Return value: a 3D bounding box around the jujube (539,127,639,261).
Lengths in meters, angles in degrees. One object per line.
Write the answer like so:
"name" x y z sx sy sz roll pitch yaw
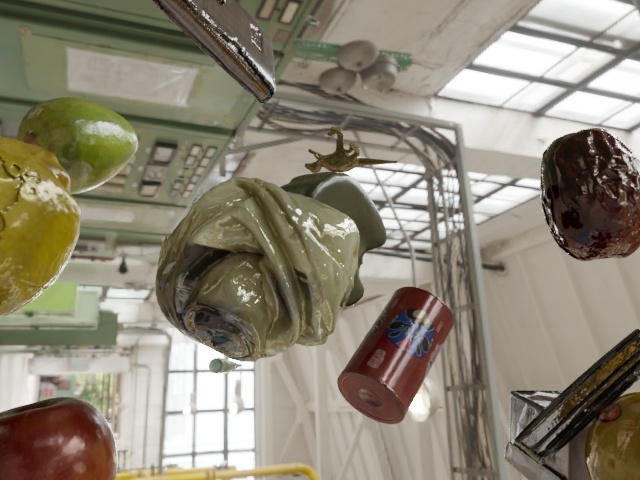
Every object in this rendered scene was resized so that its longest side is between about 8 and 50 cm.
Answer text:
"jujube" 0.492 -0.081 1.050 0.183 0.183 0.243 139 -52 -60

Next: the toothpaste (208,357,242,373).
"toothpaste" -0.228 0.300 1.393 0.205 0.056 0.036 84 -1 -77

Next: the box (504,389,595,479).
"box" 0.470 0.367 1.051 0.252 0.188 0.153 142 -50 -86

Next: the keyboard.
"keyboard" 0.405 0.238 0.886 0.250 0.087 0.017 -44 -157 5

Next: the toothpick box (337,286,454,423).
"toothpick box" 0.213 0.310 1.614 0.333 0.204 0.204 -51 179 -36

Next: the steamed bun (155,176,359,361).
"steamed bun" -0.128 0.083 0.998 0.346 0.394 0.237 62 27 -20

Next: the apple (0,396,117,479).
"apple" -0.417 0.344 0.878 0.218 0.218 0.201 156 -69 -65

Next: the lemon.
"lemon" -0.527 -0.020 0.903 0.297 0.297 0.297 -176 -90 -68

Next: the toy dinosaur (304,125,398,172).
"toy dinosaur" 0.052 -0.145 1.114 0.039 0.162 0.126 -63 180 -37

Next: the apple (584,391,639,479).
"apple" 0.443 0.288 0.758 0.155 0.182 0.182 -60 -159 -8

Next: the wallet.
"wallet" -0.136 -0.267 0.671 0.042 0.230 0.124 -31 -136 26

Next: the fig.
"fig" -0.659 -0.268 1.617 0.258 0.326 0.258 11 -69 30

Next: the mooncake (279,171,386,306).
"mooncake" 0.000 0.000 1.481 0.187 0.351 0.351 3 -91 45
